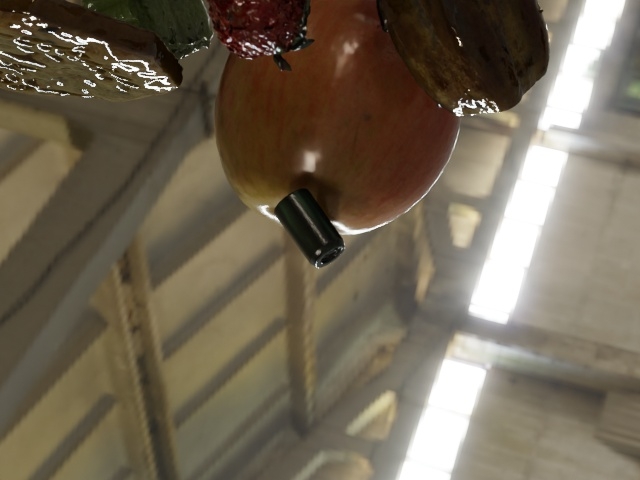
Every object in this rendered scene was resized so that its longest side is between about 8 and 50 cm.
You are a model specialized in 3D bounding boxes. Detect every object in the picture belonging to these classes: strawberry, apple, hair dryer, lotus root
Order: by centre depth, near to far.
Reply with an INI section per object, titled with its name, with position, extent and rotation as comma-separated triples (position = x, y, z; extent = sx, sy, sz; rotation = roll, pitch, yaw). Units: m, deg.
[strawberry]
position = -0.081, -0.304, 1.603
extent = 0.085, 0.140, 0.192
rotation = -13, -80, -78
[lotus root]
position = 0.166, -0.304, 1.664
extent = 0.291, 0.193, 0.193
rotation = 62, -150, -13
[hair dryer]
position = 0.000, 0.000, 1.802
extent = 0.057, 0.100, 0.198
rotation = -35, -17, 2
[apple]
position = 0.017, -0.175, 1.898
extent = 0.364, 0.363, 0.364
rotation = 14, -90, -75

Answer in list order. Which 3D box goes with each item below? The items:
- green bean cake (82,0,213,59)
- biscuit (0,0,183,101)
[green bean cake]
position = -0.280, -0.378, 2.100
extent = 0.214, 0.113, 0.200
rotation = -44, -61, -55
[biscuit]
position = -0.333, -0.219, 1.489
extent = 0.359, 0.359, 0.046
rotation = 40, -121, -73
